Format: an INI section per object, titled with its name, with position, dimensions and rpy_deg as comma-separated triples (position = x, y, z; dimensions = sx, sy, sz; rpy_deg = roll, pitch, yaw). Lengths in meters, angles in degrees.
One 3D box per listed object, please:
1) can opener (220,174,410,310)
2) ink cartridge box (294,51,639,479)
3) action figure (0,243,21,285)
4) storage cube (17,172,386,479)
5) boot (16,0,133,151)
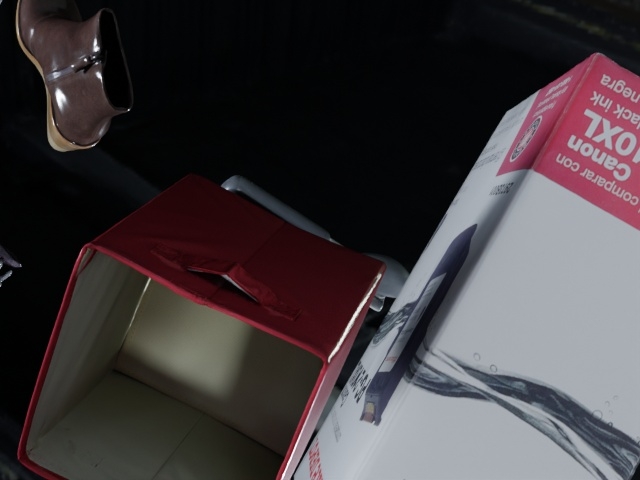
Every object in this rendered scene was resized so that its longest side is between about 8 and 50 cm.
[can opener]
position = 0.000, 0.000, 1.313
dimensions = 0.283, 0.095, 0.076
rpy_deg = 33, -139, -31
[ink cartridge box]
position = 0.085, 0.053, 0.472
dimensions = 0.100, 0.237, 0.172
rpy_deg = 30, 179, -1
[action figure]
position = -0.463, 0.100, 1.123
dimensions = 0.099, 0.185, 0.285
rpy_deg = 39, -97, 25
[storage cube]
position = -0.083, 0.088, 0.773
dimensions = 0.183, 0.215, 0.193
rpy_deg = 25, -157, 6
[boot]
position = -0.288, -0.241, 1.236
dimensions = 0.090, 0.248, 0.207
rpy_deg = -6, 171, -35
